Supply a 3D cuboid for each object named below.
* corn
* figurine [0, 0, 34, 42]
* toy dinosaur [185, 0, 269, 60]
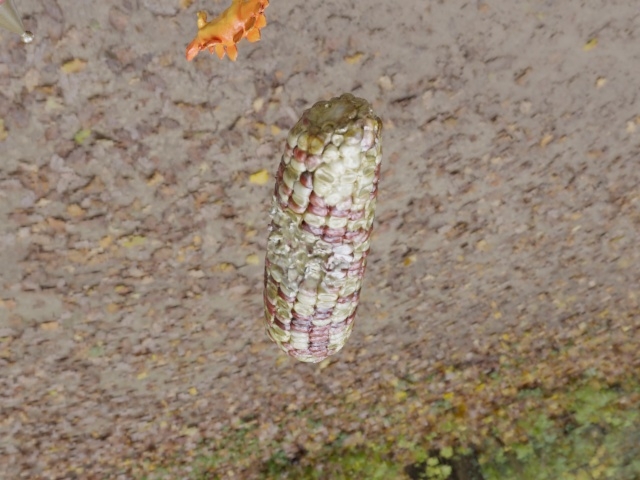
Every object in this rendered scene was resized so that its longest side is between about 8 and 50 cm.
[{"bbox_3d":[0.000,0.000,0.611,0.098,0.098,0.290,-10,138,-17],"label":"corn"},{"bbox_3d":[-0.467,-0.368,0.811,0.207,0.166,0.387,-49,150,-22],"label":"figurine"},{"bbox_3d":[-0.144,-0.375,1.167,0.288,0.117,0.070,-26,151,37],"label":"toy dinosaur"}]
